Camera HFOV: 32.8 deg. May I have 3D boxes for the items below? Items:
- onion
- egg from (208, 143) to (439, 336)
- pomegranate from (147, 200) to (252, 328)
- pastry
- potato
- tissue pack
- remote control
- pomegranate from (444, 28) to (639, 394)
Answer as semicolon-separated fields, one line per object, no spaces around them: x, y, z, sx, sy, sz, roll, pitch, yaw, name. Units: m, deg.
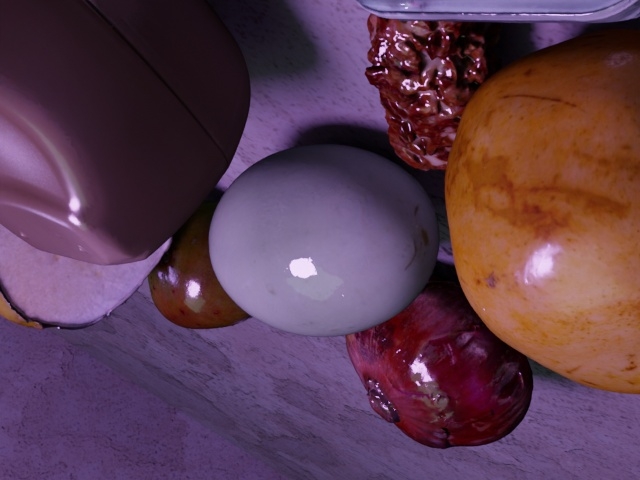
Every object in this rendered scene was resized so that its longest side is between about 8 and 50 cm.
0.137;0.146;1.308;0.246;0.190;0.246;43;162;18;onion
0.000;0.000;1.139;0.283;0.203;0.203;-3;141;45;egg
-0.126;0.036;1.456;0.210;0.179;0.180;5;180;-43;pomegranate
0.090;-0.139;0.877;0.115;0.097;0.208;11;152;18;pastry
-0.328;-0.036;1.383;0.247;0.299;0.196;4;175;-23;potato
-0.248;-0.179;0.948;0.267;0.276;0.387;13;155;52;tissue pack
0.119;-0.193;0.715;0.247;0.104;0.052;12;-178;39;remote control
0.216;-0.019;0.763;0.264;0.264;0.264;26;158;11;pomegranate
